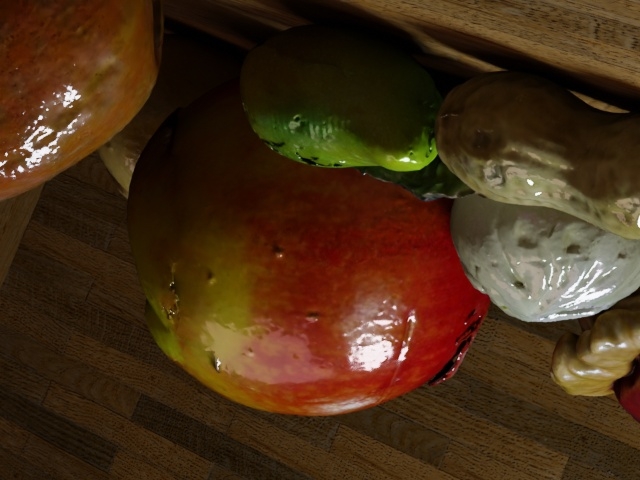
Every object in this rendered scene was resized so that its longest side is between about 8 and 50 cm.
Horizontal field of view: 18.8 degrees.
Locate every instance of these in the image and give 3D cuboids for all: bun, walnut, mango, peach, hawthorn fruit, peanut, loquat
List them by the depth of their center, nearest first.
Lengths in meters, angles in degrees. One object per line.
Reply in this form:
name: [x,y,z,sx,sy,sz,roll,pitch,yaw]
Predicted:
peanut: [0.178,-0.060,1.360,0.229,0.098,0.103,18,-151,33]
hawthorn fruit: [-0.261,-0.134,1.370,0.277,0.298,0.277,34,172,5]
mango: [0.013,-0.109,1.517,0.233,0.125,0.111,38,157,55]
bun: [0.203,0.009,1.683,0.178,0.128,0.193,-5,157,-7]
walnut: [0.336,0.082,1.816,0.243,0.222,0.269,-5,162,0]
peach: [0.000,0.000,1.873,0.370,0.370,0.370,23,179,1]
loquat: [-0.162,-0.129,2.120,0.213,0.213,0.213,23,179,1]

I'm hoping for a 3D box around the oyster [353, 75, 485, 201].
oyster: [0.076,-0.085,1.590,0.345,0.128,0.079,11,130,42]
